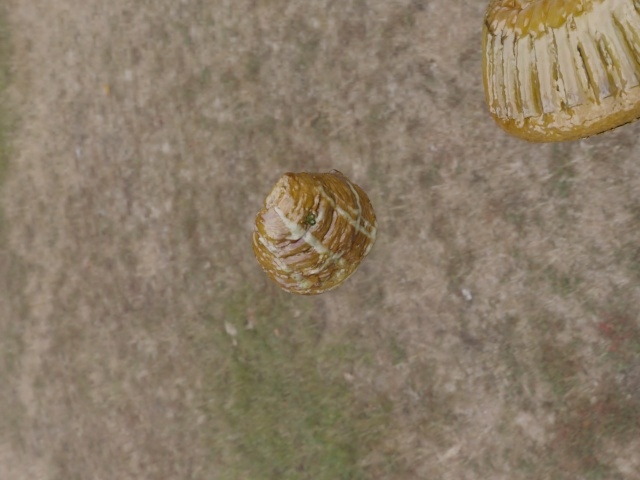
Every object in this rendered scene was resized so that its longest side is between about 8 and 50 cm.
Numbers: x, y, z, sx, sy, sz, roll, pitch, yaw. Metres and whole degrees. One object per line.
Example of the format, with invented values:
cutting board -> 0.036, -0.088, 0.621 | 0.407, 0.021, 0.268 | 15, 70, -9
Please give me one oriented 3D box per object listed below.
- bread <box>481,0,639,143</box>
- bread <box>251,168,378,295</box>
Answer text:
bread -> 0.249, -0.187, 0.839 | 0.240, 0.240, 0.139 | -12, 125, 46
bread -> 0.000, 0.000, 0.759 | 0.076, 0.105, 0.233 | 44, 172, 8
